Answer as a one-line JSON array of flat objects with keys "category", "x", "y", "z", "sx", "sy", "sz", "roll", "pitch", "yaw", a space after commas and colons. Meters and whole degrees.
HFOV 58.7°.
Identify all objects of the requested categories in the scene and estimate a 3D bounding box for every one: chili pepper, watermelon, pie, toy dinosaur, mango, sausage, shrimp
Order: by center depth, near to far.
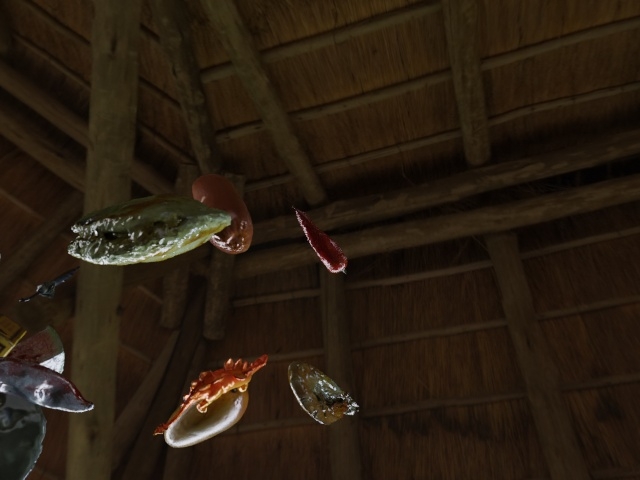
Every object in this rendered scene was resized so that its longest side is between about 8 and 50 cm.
[{"category": "chili pepper", "x": -0.350, "y": 0.173, "z": 0.690, "sx": 0.153, "sy": 0.041, "sz": 0.050, "roll": 28, "pitch": -44, "yaw": -30}, {"category": "pie", "x": -0.253, "y": -0.018, "z": 0.818, "sx": 0.248, "sy": 0.201, "sz": 0.089, "roll": -3, "pitch": -81, "yaw": 38}, {"category": "shrimp", "x": 0.005, "y": 0.291, "z": 1.043, "sx": 0.051, "sy": 0.115, "sz": 0.217, "roll": -27, "pitch": -42, "yaw": 19}, {"category": "chili pepper", "x": 0.000, "y": 0.000, "z": 1.142, "sx": 0.045, "sy": 0.027, "sz": 0.178, "roll": -34, "pitch": -86, "yaw": 13}, {"category": "toy dinosaur", "x": -0.216, "y": 0.298, "z": 1.177, "sx": 0.070, "sy": 0.288, "sz": 0.117, "roll": 48, "pitch": -41, "yaw": 21}, {"category": "sausage", "x": -0.220, "y": -0.060, "z": 1.296, "sx": 0.114, "sy": 0.259, "sz": 0.113, "roll": -11, "pitch": -55, "yaw": -17}, {"category": "mango", "x": -0.268, "y": 0.410, "z": 1.345, "sx": 0.253, "sy": 0.138, "sz": 0.113, "roll": -39, "pitch": -109, "yaw": 16}, {"category": "watermelon", "x": -0.689, "y": 0.275, "z": 1.378, "sx": 0.098, "sy": 0.158, "sz": 0.121, "roll": 32, "pitch": -86, "yaw": 41}]

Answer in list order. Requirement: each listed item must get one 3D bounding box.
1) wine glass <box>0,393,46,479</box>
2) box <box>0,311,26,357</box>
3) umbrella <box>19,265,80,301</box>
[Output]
[{"category": "wine glass", "x": -0.433, "y": 0.160, "z": 0.571, "sx": 0.267, "sy": 0.267, "sz": 0.406, "roll": 27, "pitch": -34, "yaw": 4}, {"category": "box", "x": -0.683, "y": 0.241, "z": 1.106, "sx": 0.084, "sy": 0.301, "sz": 0.192, "roll": 41, "pitch": -108, "yaw": -16}, {"category": "umbrella", "x": -0.628, "y": 0.102, "z": 1.363, "sx": 0.044, "sy": 0.269, "sz": 0.043, "roll": -11, "pitch": -77, "yaw": 7}]
